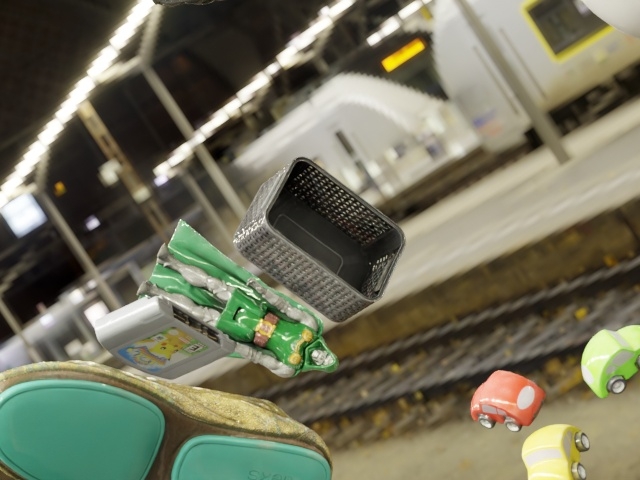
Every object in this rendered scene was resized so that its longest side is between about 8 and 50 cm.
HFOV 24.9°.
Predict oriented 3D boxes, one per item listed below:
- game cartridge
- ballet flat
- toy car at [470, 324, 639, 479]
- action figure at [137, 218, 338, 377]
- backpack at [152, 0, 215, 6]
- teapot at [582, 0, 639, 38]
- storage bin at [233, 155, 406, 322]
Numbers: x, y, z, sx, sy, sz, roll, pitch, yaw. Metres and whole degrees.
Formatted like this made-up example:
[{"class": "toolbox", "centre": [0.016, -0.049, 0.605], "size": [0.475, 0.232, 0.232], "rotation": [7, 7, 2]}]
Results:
[{"class": "game cartridge", "centre": [-0.098, 0.062, 0.897], "size": [0.056, 0.017, 0.083], "rotation": [-22, -34, 24]}, {"class": "ballet flat", "centre": [-0.149, 0.166, 1.250], "size": [0.349, 0.123, 0.123], "rotation": [17, -32, -33]}, {"class": "toy car", "centre": [0.282, 0.165, 1.629], "size": [0.225, 0.053, 0.239], "rotation": [-40, 28, 3]}, {"class": "action figure", "centre": [-0.084, 0.085, 1.594], "size": [0.137, 0.232, 0.063], "rotation": [-64, -2, -6]}, {"class": "backpack", "centre": [-0.155, -0.346, 1.572], "size": [0.152, 0.182, 0.115], "rotation": [-4, 38, 24]}, {"class": "teapot", "centre": [0.343, -0.291, 1.459], "size": [0.252, 0.256, 0.187], "rotation": [-31, -23, -16]}, {"class": "storage bin", "centre": [0.000, 0.000, 1.777], "size": [0.084, 0.180, 0.122], "rotation": [-34, 23, 51]}]
